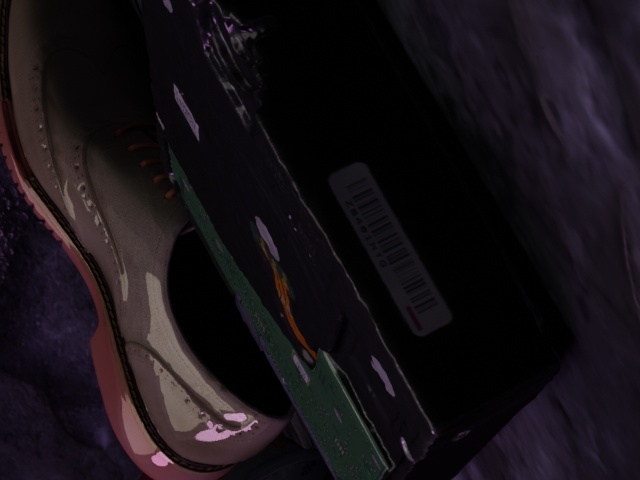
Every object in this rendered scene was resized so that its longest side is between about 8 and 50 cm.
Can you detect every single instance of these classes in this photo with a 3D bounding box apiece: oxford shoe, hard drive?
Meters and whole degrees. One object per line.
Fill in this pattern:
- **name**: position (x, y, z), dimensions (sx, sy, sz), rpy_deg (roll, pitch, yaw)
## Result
- **oxford shoe**: position (-0.111, -0.033, 1.163), dimensions (0.146, 0.140, 0.397), rpy_deg (-31, 80, 49)
- **hard drive**: position (0.000, 0.000, 0.752), dimensions (0.237, 0.064, 0.339), rpy_deg (61, 169, 13)

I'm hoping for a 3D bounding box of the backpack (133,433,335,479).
- **backpack**: position (-0.054, 0.278, 1.306), dimensions (0.191, 0.225, 0.254), rpy_deg (17, 131, 50)
